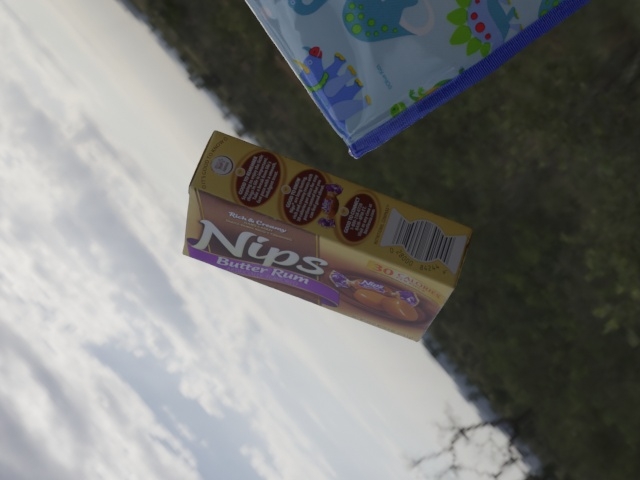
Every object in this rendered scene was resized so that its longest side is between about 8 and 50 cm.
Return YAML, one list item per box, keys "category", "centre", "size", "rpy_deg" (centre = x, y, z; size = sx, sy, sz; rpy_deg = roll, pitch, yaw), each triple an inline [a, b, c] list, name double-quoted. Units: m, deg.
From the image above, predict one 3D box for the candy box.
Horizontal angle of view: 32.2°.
- category: "candy box"
  centre: [0.000, 0.000, 0.769]
  size: [0.186, 0.053, 0.109]
  rpy_deg: [20, 154, -1]

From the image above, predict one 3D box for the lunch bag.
- category: "lunch bag"
  centre: [0.041, -0.130, 0.439]
  size: [0.129, 0.151, 0.096]
  rpy_deg: [54, -167, -13]
